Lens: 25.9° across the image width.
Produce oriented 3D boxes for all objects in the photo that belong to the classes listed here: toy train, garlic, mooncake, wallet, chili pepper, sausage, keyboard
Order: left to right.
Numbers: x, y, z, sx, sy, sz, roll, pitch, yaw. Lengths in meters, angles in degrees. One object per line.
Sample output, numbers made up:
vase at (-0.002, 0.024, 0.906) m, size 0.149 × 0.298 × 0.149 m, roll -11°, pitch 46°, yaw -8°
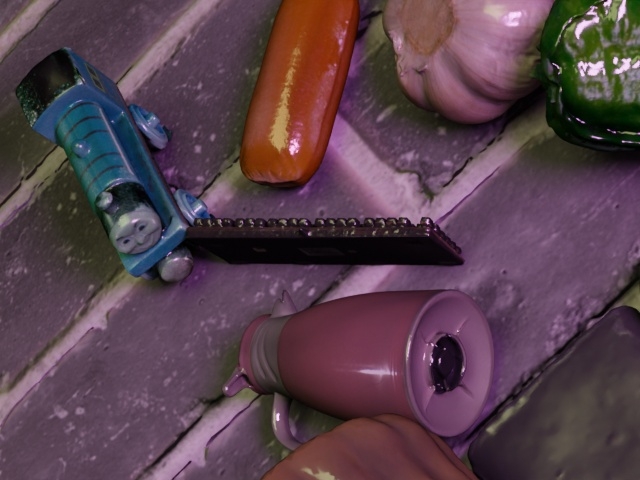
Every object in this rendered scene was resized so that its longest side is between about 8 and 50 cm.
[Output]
toy train at (-0.246, -0.084, 1.680) m, size 0.120 × 0.194 × 0.298 m, roll -39°, pitch 55°, yaw 11°
sausage at (-0.022, -0.191, 1.645) m, size 0.105 × 0.105 × 0.274 m, roll 4°, pitch 71°, yaw 34°
keyboard at (0.000, 0.000, 1.542) m, size 0.317 × 0.106 × 0.027 m, roll 1°, pitch 69°, yaw 32°
mooncake at (0.035, 0.306, 1.273) m, size 0.161 × 0.290 × 0.290 m, roll 39°, pitch 93°, yaw 30°
garlic at (0.174, -0.238, 1.504) m, size 0.228 × 0.152 × 0.228 m, roll 12°, pitch 106°, yaw 49°
wallet at (0.323, 0.265, 1.245) m, size 0.228 × 0.062 × 0.406 m, roll -45°, pitch 54°, yaw 9°
chili pepper at (0.394, -0.181, 1.337) m, size 0.385 × 0.213 × 0.167 m, roll -4°, pitch 21°, yaw 11°

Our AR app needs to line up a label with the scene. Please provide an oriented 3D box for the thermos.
thermos at (0.031, 0.136, 1.446) m, size 0.265 × 0.146 × 0.176 m, roll -4°, pitch 76°, yaw 41°
